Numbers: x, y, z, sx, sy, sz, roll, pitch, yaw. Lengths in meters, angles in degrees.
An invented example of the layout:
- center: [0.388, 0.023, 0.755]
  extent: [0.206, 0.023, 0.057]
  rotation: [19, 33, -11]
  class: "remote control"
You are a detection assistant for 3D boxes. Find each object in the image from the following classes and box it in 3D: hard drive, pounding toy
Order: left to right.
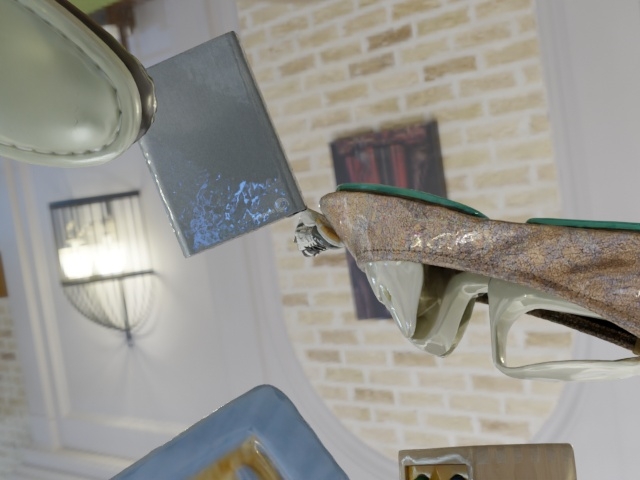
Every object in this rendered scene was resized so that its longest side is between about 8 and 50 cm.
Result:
- center: [-0.077, -0.067, 0.597]
  extent: [0.094, 0.135, 0.022]
  rotation: [-22, -179, 6]
  class: "hard drive"
- center: [0.132, 0.234, 0.579]
  extent: [0.094, 0.181, 0.206]
  rotation: [4, 164, -19]
  class: "pounding toy"

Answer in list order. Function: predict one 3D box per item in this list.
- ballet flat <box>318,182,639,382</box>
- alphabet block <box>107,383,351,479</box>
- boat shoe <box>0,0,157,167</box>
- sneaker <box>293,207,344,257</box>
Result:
- center: [0.110, 0.030, 0.548]
  extent: [0.316, 0.106, 0.107]
  rotation: [10, 166, 41]
  class: "ballet flat"
- center: [-0.047, 0.242, 0.515]
  extent: [0.192, 0.193, 0.197]
  rotation: [-30, 149, -17]
  class: "alphabet block"
- center: [-0.168, -0.101, 0.406]
  extent: [0.227, 0.081, 0.068]
  rotation: [24, -156, 16]
  class: "boat shoe"
- center: [0.000, 0.000, 0.693]
  extent: [0.031, 0.037, 0.083]
  rotation: [23, -174, -19]
  class: "sneaker"
